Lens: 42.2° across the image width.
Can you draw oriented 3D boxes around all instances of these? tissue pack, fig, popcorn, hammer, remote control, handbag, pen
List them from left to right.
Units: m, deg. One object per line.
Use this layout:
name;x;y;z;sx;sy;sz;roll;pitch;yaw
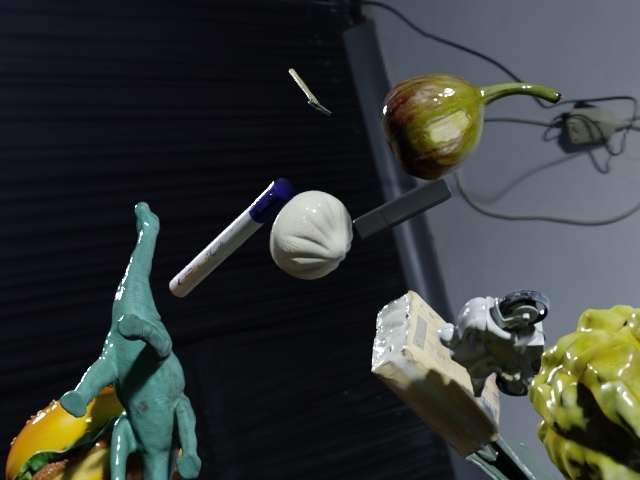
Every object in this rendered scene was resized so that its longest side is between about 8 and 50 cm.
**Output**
pen;-0.124;0.003;1.098;0.269;0.033;0.033;-39;64;38
hammer;-0.031;-0.342;1.887;0.013;0.062;0.199;-49;38;16
remote control;0.191;-0.074;1.944;0.245;0.025;0.063;-28;84;17
tissue pack;0.179;0.203;1.289;0.222;0.186;0.090;43;114;-14
fig;0.206;-0.176;1.138;0.245;0.149;0.149;-20;76;12
handbag;0.408;0.470;1.551;0.079;0.247;0.260;-50;56;3
popcorn;0.314;0.181;0.760;0.286;0.225;0.173;42;111;-13

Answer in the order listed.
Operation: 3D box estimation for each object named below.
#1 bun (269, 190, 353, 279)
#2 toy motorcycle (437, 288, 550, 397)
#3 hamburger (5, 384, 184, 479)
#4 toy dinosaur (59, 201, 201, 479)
bun;0.000;0.000;1.228;0.094;0.138;0.138;28;116;42
toy motorcycle;0.234;0.142;1.124;0.229;0.151;0.074;81;-168;-47
hamburger;-0.302;0.287;1.111;0.170;0.246;0.246;54;133;25
toy dinosaur;-0.201;0.166;1.037;0.331;0.129;0.384;-92;-9;-75
